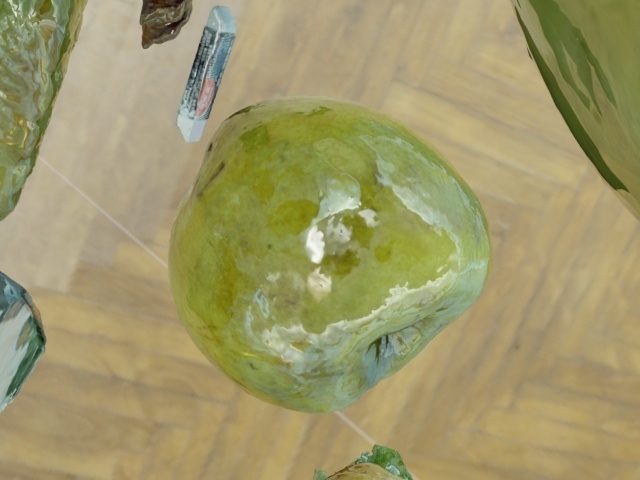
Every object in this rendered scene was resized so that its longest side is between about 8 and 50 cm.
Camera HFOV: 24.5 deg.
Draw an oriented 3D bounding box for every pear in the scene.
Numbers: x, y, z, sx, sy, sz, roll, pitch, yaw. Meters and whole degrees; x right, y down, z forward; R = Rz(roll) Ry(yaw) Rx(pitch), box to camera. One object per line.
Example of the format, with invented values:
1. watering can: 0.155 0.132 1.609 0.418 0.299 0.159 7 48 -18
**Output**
1. pear: 0.000 0.000 1.412 0.304 0.304 0.303 -13 117 -28

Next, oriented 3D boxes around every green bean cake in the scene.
1. green bean cake: -0.283 -0.138 0.963 0.236 0.124 0.233 18 135 -10

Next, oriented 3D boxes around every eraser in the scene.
1. eraser: -0.081 -0.118 1.052 0.027 0.019 0.099 -14 127 -66

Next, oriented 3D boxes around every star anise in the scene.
1. star anise: -0.185 -0.348 1.876 0.212 0.111 0.196 -67 152 -19

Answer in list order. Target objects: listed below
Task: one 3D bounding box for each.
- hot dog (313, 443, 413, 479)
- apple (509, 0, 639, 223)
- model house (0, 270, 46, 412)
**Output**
1. hot dog: -0.032 0.198 0.719 0.250 0.076 0.104 -54 167 -26
2. apple: 0.214 -0.105 0.394 0.357 0.357 0.357 -13 117 -28
3. model house: -0.417 0.066 1.355 0.301 0.271 0.190 37 75 5
